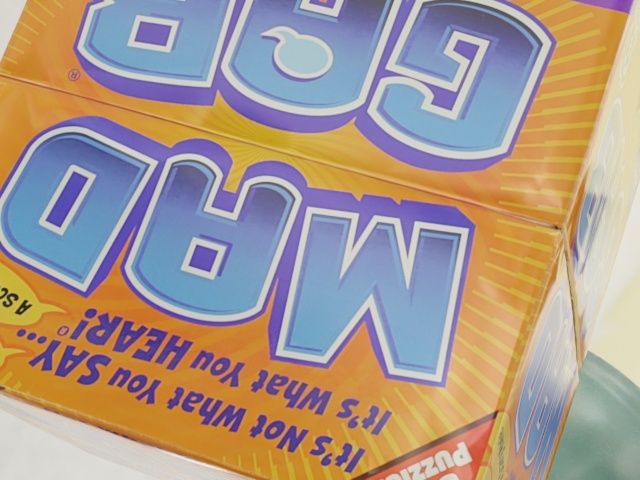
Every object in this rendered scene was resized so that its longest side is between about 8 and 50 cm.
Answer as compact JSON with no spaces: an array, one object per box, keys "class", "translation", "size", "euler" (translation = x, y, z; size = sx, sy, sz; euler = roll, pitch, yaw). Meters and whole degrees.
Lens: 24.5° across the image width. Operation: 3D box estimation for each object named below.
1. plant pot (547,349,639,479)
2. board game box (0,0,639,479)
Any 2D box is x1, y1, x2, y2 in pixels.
[{"class":"plant pot","translation":[0.336,0.303,1.985],"size":[0.196,0.293,0.293],"euler":[-43,-23,-16]},{"class":"board game box","translation":[0.000,0.000,0.996],"size":[0.356,0.356,0.356],"euler":[57,-129,-69]}]
